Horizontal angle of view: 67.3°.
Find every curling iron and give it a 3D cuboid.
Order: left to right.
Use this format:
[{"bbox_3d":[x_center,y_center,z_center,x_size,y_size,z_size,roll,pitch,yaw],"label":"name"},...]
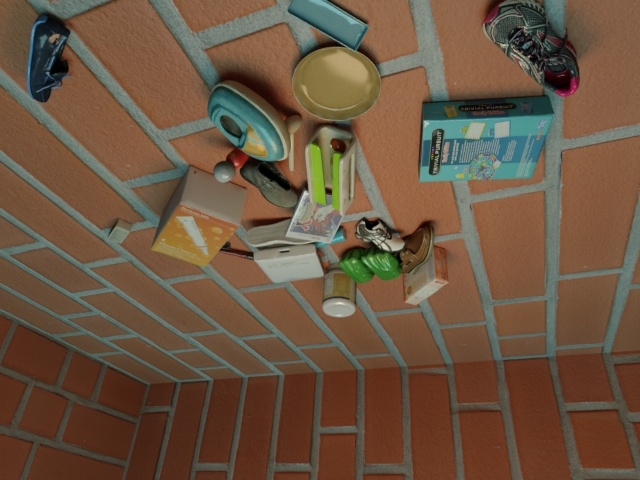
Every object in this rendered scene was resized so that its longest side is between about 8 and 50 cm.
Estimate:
[{"bbox_3d":[-0.319,0.056,2.018,0.274,0.035,0.068,19,143,-21],"label":"curling iron"}]

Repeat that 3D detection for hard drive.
[{"bbox_3d":[-0.116,0.098,1.941,0.233,0.047,0.353,-7,161,3],"label":"hard drive"}]

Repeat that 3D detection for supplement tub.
[{"bbox_3d":[0.083,0.212,2.057,0.144,0.199,0.144,3,145,2],"label":"supplement tub"}]

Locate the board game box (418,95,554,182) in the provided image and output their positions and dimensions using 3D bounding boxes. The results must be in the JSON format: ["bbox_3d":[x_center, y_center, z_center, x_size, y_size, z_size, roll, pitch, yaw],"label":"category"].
[{"bbox_3d":[0.459,-0.285,1.392,0.336,0.079,0.253,-1,146,8],"label":"board game box"}]

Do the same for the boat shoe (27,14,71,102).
[{"bbox_3d":[-0.705,-0.451,1.255,0.089,0.109,0.258,16,146,-23],"label":"boat shoe"}]

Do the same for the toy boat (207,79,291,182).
[{"bbox_3d":[-0.225,-0.282,1.370,0.267,0.148,0.318,38,150,-3],"label":"toy boat"}]

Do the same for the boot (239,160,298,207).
[{"bbox_3d":[-0.140,-0.172,1.556,0.246,0.083,0.161,34,171,-35],"label":"boot"}]

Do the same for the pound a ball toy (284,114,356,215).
[{"bbox_3d":[0.008,-0.247,1.484,0.208,0.135,0.319,23,150,18],"label":"pound a ball toy"}]

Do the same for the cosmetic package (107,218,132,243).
[{"bbox_3d":[-0.805,-0.037,1.930,0.060,0.041,0.115,27,140,-29],"label":"cosmetic package"}]

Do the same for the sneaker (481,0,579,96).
[{"bbox_3d":[0.504,-0.448,1.118,0.299,0.112,0.121,22,142,-23],"label":"sneaker"}]

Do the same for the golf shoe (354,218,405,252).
[{"bbox_3d":[0.229,-0.020,1.794,0.198,0.077,0.094,17,135,0],"label":"golf shoe"}]

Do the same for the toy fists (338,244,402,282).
[{"bbox_3d":[0.192,0.088,1.920,0.142,0.096,0.279,42,148,-27],"label":"toy fists"}]

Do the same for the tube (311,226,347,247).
[{"bbox_3d":[0.000,0.000,1.875,0.207,0.080,0.052,-16,114,21],"label":"tube"}]

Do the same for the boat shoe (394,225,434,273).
[{"bbox_3d":[0.351,0.046,1.862,0.104,0.110,0.307,7,146,-5],"label":"boat shoe"}]

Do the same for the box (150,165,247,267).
[{"bbox_3d":[-0.439,-0.073,1.723,0.215,0.168,0.345,22,142,-24],"label":"box"}]

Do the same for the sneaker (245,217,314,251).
[{"bbox_3d":[-0.129,-0.005,1.869,0.293,0.108,0.169,-4,160,5],"label":"sneaker"}]

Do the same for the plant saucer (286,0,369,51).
[{"bbox_3d":[0.018,-0.521,1.131,0.192,0.018,0.067,21,119,-23],"label":"plant saucer"}]

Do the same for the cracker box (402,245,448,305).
[{"bbox_3d":[0.423,0.146,1.961,0.067,0.155,0.232,16,145,-17],"label":"cracker box"}]

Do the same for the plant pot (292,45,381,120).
[{"bbox_3d":[0.043,-0.419,1.283,0.236,0.032,0.236,3,145,2],"label":"plant pot"}]

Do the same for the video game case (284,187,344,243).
[{"bbox_3d":[-0.009,-0.082,1.702,0.183,0.023,0.201,9,124,-25],"label":"video game case"}]
